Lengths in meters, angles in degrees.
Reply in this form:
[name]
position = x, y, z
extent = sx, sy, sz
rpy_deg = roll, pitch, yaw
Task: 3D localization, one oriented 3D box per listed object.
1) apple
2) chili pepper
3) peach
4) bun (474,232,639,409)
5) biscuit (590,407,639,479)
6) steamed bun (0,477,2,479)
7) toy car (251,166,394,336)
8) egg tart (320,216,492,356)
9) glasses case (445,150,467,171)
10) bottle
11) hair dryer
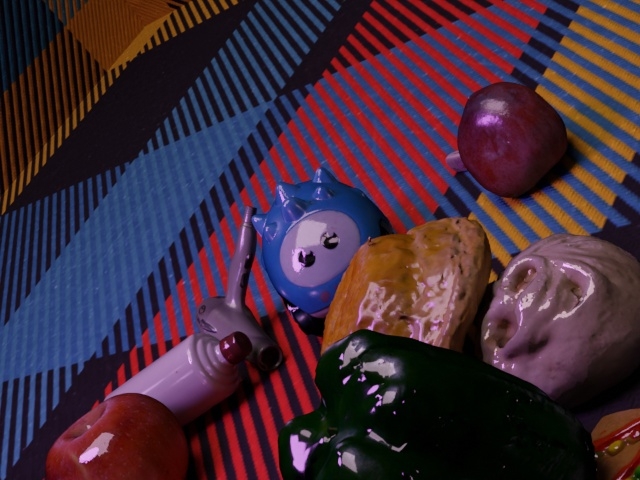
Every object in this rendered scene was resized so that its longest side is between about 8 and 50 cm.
[apple]
position = -0.269, 0.308, 1.785
extent = 0.201, 0.162, 0.201
rpy_deg = -35, 11, 8
[chili pepper]
position = 0.103, 0.207, 1.222
extent = 0.233, 0.257, 0.248
rpy_deg = -64, 19, -15
[peach]
position = 0.255, -0.147, 1.792
extent = 0.152, 0.152, 0.152
rpy_deg = -34, 23, 17
[bun]
position = 0.246, 0.077, 1.409
extent = 0.231, 0.133, 0.231
rpy_deg = -33, 26, 18
[biscuit]
position = 0.294, 0.218, 1.187
extent = 0.212, 0.041, 0.238
rpy_deg = -40, 23, 8
[steamed bun]
position = -0.587, 0.452, 1.926
extent = 0.334, 0.233, 0.312
rpy_deg = -26, 23, 12
[toy car]
position = 0.000, 0.000, 1.873
extent = 0.188, 0.190, 0.255
rpy_deg = -36, 24, 7
[egg tart]
position = 0.078, 0.097, 1.519
extent = 0.319, 0.128, 0.319
rpy_deg = -156, 90, -82
[glasses case]
position = 0.219, -0.121, 1.946
extent = 0.083, 0.032, 0.021
rpy_deg = -13, 38, 49
[bottle]
position = -0.196, 0.206, 1.893
extent = 0.245, 0.104, 0.104
rpy_deg = -36, 22, 25
[hair dryer]
position = -0.102, 0.096, 1.940
extent = 0.219, 0.088, 0.225
rpy_deg = 56, 131, 46
